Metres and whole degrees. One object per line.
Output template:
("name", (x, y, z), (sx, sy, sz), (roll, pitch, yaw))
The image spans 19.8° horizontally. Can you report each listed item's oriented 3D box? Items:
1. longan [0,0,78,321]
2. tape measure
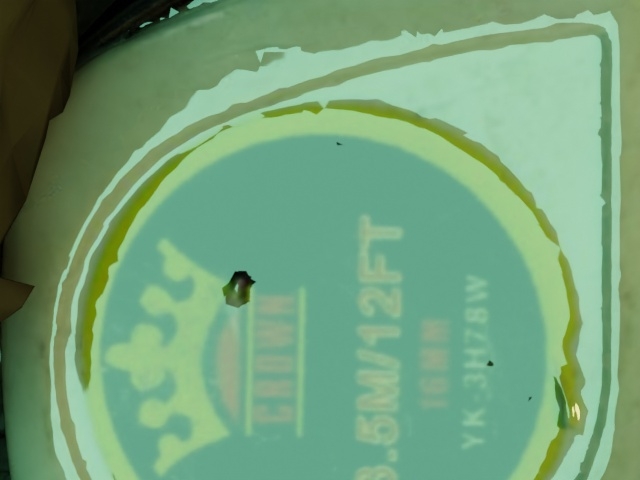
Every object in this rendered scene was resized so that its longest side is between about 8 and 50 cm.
("longan", (-0.258, -0.054, 0.503), (0.404, 0.404, 0.436), (39, 81, 5))
("tape measure", (0.000, 0.000, 0.604), (0.231, 0.133, 0.271), (1, 95, 4))
